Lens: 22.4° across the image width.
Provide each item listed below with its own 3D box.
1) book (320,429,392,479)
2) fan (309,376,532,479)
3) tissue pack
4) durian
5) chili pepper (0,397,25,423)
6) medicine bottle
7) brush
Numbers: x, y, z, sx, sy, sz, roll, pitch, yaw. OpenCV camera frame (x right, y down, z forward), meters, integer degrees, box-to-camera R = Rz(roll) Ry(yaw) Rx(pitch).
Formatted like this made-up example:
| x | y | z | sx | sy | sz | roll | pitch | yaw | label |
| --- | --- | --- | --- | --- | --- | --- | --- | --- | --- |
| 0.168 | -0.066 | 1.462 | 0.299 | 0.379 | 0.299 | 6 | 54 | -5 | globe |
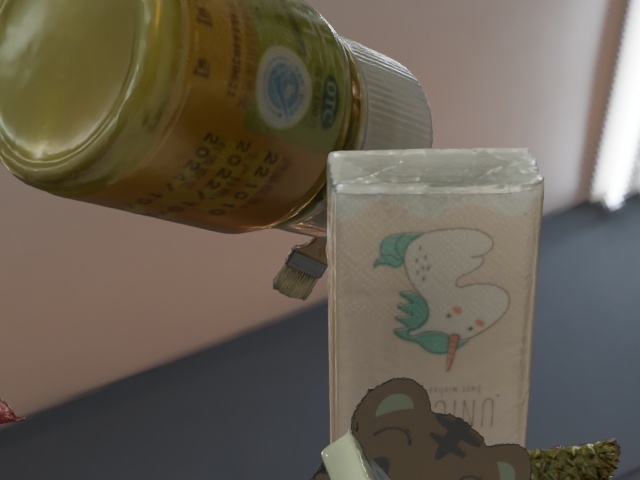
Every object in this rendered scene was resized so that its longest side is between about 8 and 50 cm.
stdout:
| x | y | z | sx | sy | sz | roll | pitch | yaw | label |
| --- | --- | --- | --- | --- | --- | --- | --- | --- | --- |
| 0.110 | 0.274 | 0.688 | 0.031 | 0.379 | 0.264 | -34 | -59 | 6 | book |
| 0.031 | 0.202 | 1.049 | 0.152 | 0.008 | 0.226 | 35 | -87 | -30 | fan |
| 0.091 | 0.078 | 1.339 | 0.170 | 0.071 | 0.325 | -3 | -57 | -2 | tissue pack |
| 0.231 | 0.269 | 1.688 | 0.119 | 0.108 | 0.187 | 1 | -13 | -30 | durian |
| -0.292 | 0.115 | 1.265 | 0.027 | 0.178 | 0.045 | -2 | -70 | -50 | chili pepper |
| -0.085 | -0.118 | 1.407 | 0.224 | 0.224 | 0.384 | -35 | -30 | 29 | medicine bottle |
| 0.000 | 0.000 | 1.662 | 0.043 | 0.014 | 0.170 | 24 | -50 | -10 | brush |
